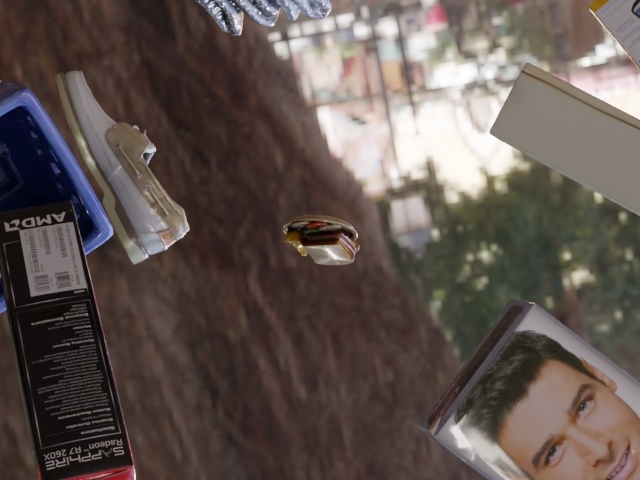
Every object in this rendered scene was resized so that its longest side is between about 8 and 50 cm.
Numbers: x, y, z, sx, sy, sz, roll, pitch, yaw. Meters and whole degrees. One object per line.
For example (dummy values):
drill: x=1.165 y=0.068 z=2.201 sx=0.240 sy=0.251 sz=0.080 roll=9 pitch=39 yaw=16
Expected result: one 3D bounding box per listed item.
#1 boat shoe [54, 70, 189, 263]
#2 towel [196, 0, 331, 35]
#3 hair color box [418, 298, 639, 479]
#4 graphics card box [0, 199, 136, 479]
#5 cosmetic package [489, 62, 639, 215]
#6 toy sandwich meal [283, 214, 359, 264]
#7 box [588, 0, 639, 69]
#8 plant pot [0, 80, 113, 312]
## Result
boat shoe: x=-0.292 y=-0.121 z=2.396 sx=0.103 sy=0.302 sz=0.113 roll=-25 pitch=177 yaw=-4
towel: x=-0.108 y=-0.357 z=1.667 sx=0.121 sy=0.235 sz=0.284 roll=-20 pitch=161 yaw=11
hair color box: x=0.316 y=0.249 z=1.822 sx=0.185 sy=0.374 sz=0.113 roll=-53 pitch=-175 yaw=-3
graphics card box: x=-0.252 y=0.167 z=1.643 sx=0.094 sy=0.232 sz=0.371 roll=-12 pitch=-135 yaw=-11
cosmetic package: x=0.394 y=-0.108 z=2.150 sx=0.309 sy=0.113 sz=0.160 roll=30 pitch=-173 yaw=22
toy sandwich meal: x=0.000 y=0.000 z=1.679 sx=0.086 sy=0.029 sz=0.085 roll=5 pitch=160 yaw=2
box: x=0.391 y=-0.252 z=1.938 sx=0.081 sy=0.136 sz=0.028 roll=-38 pitch=167 yaw=8
plant pot: x=-0.435 y=-0.066 z=2.060 sx=0.236 sy=0.236 sz=0.212 roll=-34 pitch=-148 yaw=-11
